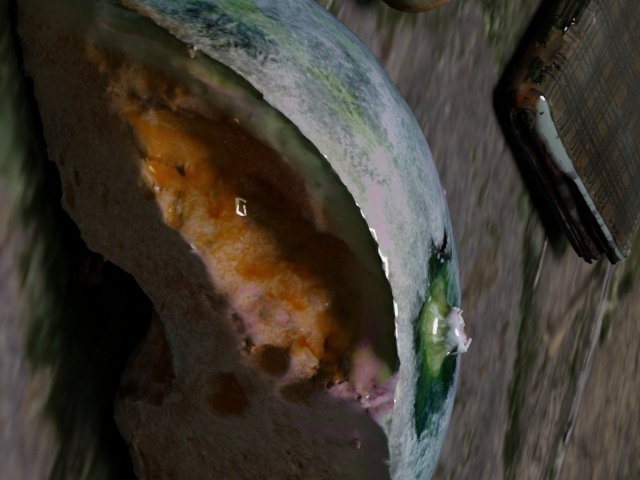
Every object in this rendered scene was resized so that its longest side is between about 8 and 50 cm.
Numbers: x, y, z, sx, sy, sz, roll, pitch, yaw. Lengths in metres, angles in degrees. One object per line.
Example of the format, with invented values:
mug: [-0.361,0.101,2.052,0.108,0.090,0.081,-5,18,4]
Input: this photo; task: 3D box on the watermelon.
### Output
watermelon: [0.005,0.002,0.852,0.188,0.175,0.322,-43,134,-42]

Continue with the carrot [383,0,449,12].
carrot: [0.002,-0.239,0.881,0.070,0.070,0.342,-60,142,-28]

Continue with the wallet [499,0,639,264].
wallet: [0.214,-0.154,1.253,0.317,0.044,0.169,-61,139,-29]
